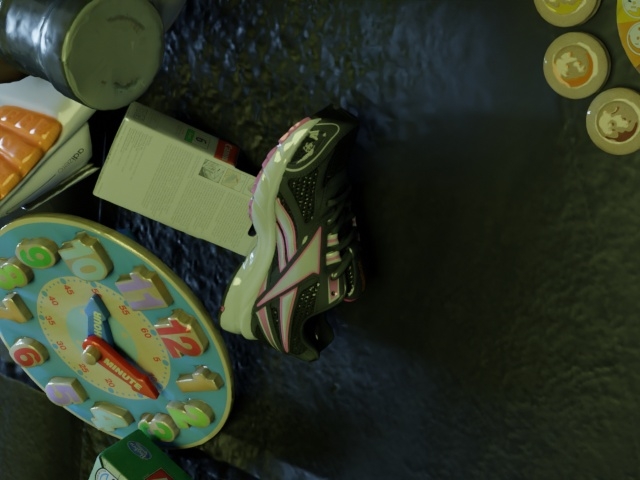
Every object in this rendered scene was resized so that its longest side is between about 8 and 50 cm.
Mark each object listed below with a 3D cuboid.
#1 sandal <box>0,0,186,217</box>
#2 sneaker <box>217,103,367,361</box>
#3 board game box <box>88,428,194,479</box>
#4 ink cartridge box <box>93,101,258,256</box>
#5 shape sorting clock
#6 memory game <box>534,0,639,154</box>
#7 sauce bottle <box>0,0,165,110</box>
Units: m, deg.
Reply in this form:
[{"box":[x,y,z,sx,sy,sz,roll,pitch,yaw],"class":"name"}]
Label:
[{"box":[-0.171,-0.086,0.805,0.265,0.076,0.102,-38,57,15],"class":"sandal"},{"box":[0.000,0.000,0.735,0.077,0.072,0.178,30,130,16],"class":"sneaker"},{"box":[-0.119,0.320,0.892,0.213,0.046,0.317,38,125,19],"class":"board game box"},{"box":[-0.084,-0.038,0.783,0.115,0.029,0.063,23,120,-11],"class":"ink cartridge box"},{"box":[-0.151,0.069,0.830,0.206,0.040,0.206,14,129,18],"class":"shape sorting clock"},{"box":[0.195,-0.117,0.604,0.186,0.012,0.186,9,108,29],"class":"memory game"},{"box":[-0.229,-0.165,0.757,0.344,0.111,0.111,25,116,38],"class":"sauce bottle"}]
